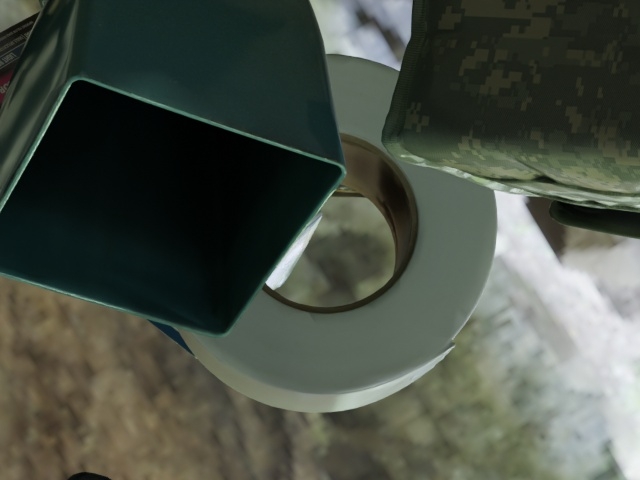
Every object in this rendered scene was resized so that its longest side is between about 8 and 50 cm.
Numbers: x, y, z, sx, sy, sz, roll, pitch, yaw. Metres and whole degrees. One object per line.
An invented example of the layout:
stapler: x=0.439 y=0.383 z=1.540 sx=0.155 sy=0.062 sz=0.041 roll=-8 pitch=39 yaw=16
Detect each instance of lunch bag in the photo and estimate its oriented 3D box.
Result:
lunch bag: x=0.218 y=-0.084 z=1.182 sx=0.235 sy=0.169 sz=0.287 roll=8 pitch=175 yaw=42

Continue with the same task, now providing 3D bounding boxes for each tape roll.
tape roll: x=0.000 y=0.000 z=1.459 sx=0.246 sy=0.246 sz=0.169 roll=60 pitch=173 yaw=6

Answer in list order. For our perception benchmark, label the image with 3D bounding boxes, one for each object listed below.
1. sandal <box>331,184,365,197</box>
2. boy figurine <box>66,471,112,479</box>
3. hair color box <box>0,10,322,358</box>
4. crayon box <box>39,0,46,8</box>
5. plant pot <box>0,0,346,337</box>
sandal: x=0.052 y=-0.079 z=2.112 sx=0.090 sy=0.219 sz=0.060 roll=-51 pitch=-25 yaw=-60
boy figurine: x=-0.171 y=0.238 z=1.509 sx=0.285 sy=0.177 sz=0.092 roll=142 pitch=139 yaw=-72
hair color box: x=-0.189 y=-0.061 z=1.881 sx=0.347 sy=0.105 sz=0.174 roll=37 pitch=-140 yaw=9
crayon box: x=-0.210 y=-0.359 z=2.102 sx=0.203 sy=0.083 sz=0.323 roll=86 pitch=-162 yaw=-70
plant pot: x=-0.099 y=-0.098 z=1.192 sx=0.166 sy=0.165 sz=0.234 roll=17 pitch=-136 yaw=-22
